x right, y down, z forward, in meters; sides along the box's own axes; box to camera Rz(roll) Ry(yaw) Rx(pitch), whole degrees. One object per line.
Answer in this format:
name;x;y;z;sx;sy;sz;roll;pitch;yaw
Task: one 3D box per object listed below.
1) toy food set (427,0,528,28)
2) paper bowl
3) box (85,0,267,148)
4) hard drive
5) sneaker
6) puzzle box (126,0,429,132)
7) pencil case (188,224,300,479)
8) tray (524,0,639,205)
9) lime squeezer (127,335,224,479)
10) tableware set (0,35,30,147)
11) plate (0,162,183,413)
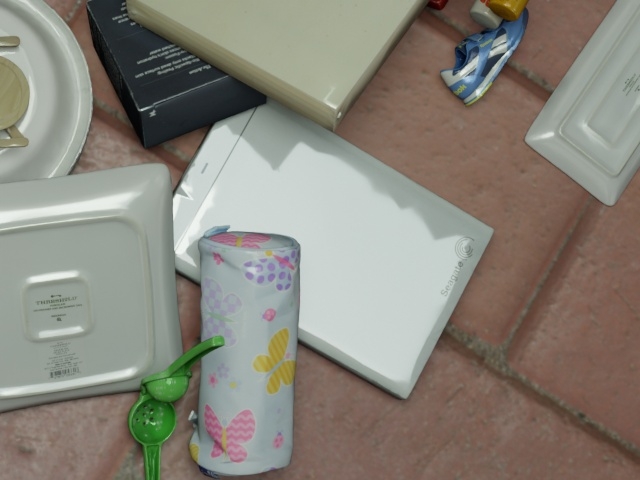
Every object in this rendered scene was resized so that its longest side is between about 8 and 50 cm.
toy food set;0.157;-0.339;1.834;0.232;0.111;0.104;26;78;20
paper bowl;-0.390;-0.153;1.682;0.284;0.148;0.284;1;85;-12
box;-0.160;-0.211;1.742;0.156;0.093;0.158;-22;67;-14
hard drive;0.000;0.000;1.809;0.353;0.047;0.233;30;79;-9
sneaker;0.200;-0.234;1.874;0.059;0.053;0.144;36;77;-6
puzzle box;0.009;-0.339;1.735;0.272;0.052;0.409;30;65;12
pencil case;-0.084;0.123;1.715;0.113;0.124;0.273;-6;104;-42
tray;0.382;-0.189;1.924;0.145;0.030;0.270;37;78;-8
lime squeezer;-0.172;0.189;1.694;0.059;0.110;0.310;9;125;-17
tableware set;-0.397;-0.144;1.585;0.194;0.039;0.128;-2;74;-18
plate;-0.287;0.065;1.675;0.277;0.045;0.278;-8;116;-14
